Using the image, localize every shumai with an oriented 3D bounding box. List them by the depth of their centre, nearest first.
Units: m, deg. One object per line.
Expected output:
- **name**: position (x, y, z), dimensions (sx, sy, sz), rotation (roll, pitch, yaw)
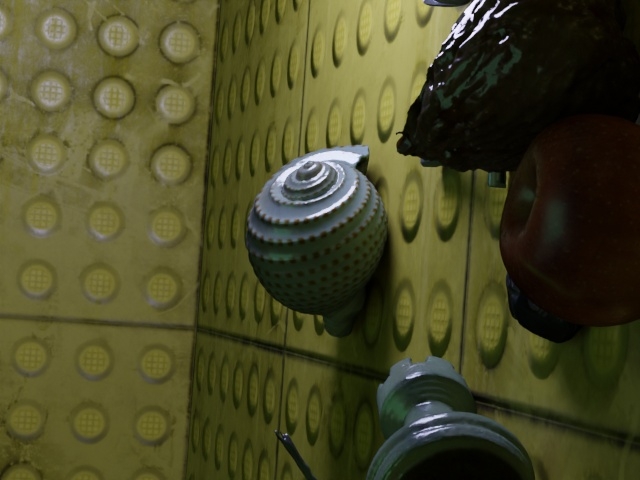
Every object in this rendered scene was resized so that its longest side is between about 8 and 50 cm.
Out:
- **shumai**: position (0.205, -0.228, 1.550), dimensions (0.346, 0.217, 0.283), rotation (144, 128, -75)

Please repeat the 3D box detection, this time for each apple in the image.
- **apple**: position (0.264, -0.017, 1.395), dimensions (0.201, 0.162, 0.201), rotation (-165, 90, -81)

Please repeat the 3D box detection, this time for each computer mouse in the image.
- **computer mouse**: position (0.239, 0.043, 1.643), dimensions (0.192, 0.062, 0.106), rotation (-111, 29, -56)

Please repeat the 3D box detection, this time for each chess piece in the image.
- **chess piece**: position (0.140, 0.248, 1.765), dimensions (0.299, 0.194, 0.194), rotation (-100, 18, -70)

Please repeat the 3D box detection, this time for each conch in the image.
- **conch**: position (-0.015, -0.006, 2.363), dimensions (0.303, 0.215, 0.319), rotation (-87, 11, -53)

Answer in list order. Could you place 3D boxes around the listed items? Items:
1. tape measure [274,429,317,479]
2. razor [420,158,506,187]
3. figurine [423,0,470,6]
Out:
- **tape measure**: position (0.046, 0.334, 1.810), dimensions (0.084, 0.330, 0.164), rotation (-55, 17, 1)
- **razor**: position (0.177, -0.118, 1.940), dimensions (0.278, 0.056, 0.111), rotation (176, 97, -75)
- **figurine**: position (0.176, -0.356, 1.986), dimensions (0.082, 0.094, 0.086), rotation (40, 168, 27)
